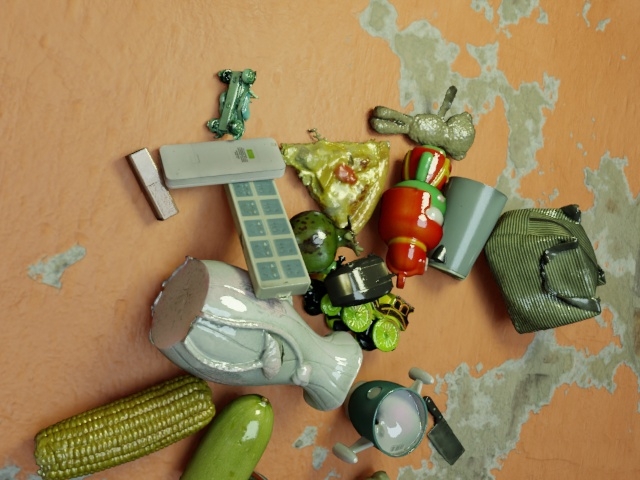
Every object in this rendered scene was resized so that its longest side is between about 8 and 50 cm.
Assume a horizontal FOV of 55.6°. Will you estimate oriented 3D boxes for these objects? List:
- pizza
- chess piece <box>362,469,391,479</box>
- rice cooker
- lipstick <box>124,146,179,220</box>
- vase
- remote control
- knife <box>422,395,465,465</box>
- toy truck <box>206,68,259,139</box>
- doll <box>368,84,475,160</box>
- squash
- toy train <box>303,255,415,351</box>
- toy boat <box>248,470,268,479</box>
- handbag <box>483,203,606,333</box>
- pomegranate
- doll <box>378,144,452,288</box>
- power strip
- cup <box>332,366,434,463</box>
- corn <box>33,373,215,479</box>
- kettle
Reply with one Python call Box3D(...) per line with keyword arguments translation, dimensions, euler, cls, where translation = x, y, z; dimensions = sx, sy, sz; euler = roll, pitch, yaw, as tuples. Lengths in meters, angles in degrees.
Box3D(translation=(0.027, -0.149, 1.414), dimensions=(0.287, 0.075, 0.280), euler=(19, 83, -30), cls="pizza")
Box3D(translation=(0.073, 0.676, 1.484), dimensions=(0.243, 0.133, 0.133), euler=(-19, 103, -20), cls="chess piece")
Box3D(translation=(0.086, 0.092, 1.340), dimensions=(0.165, 0.112, 0.106), euler=(-24, 88, -40), cls="rice cooker")
Box3D(translation=(-0.339, -0.112, 1.223), dimensions=(0.045, 0.045, 0.145), euler=(-31, 108, -23), cls="lipstick")
Box3D(translation=(-0.116, 0.211, 1.268), dimensions=(0.445, 0.250, 0.250), euler=(31, 78, -34), cls="vase")
Box3D(translation=(-0.202, -0.163, 1.257), dimensions=(0.250, 0.034, 0.103), euler=(-9, 56, -21), cls="remote control")
Box3D(translation=(0.328, 0.526, 1.669), dimensions=(0.072, 0.019, 0.245), euler=(-42, 114, -19), cls="knife")
Box3D(translation=(-0.178, -0.287, 1.295), dimensions=(0.078, 0.080, 0.154), euler=(16, 85, -57), cls="toy truck")
Box3D(translation=(0.265, -0.275, 1.543), dimensions=(0.286, 0.091, 0.203), euler=(-20, 112, -17), cls="doll")
Box3D(translation=(-0.183, 0.432, 1.284), dimensions=(0.132, 0.132, 0.247), euler=(32, 88, -28), cls="squash")
Box3D(translation=(0.088, 0.155, 1.459), dimensions=(0.296, 0.100, 0.160), euler=(36, 69, -25), cls="toy train")
Box3D(translation=(-0.230, 0.686, 1.314), dimensions=(0.392, 0.136, 0.079), euler=(-61, 149, -12), cls="toy boat")
Box3D(translation=(0.623, 0.075, 1.657), dimensions=(0.247, 0.240, 0.341), euler=(-46, 114, -48), cls="handbag")
Box3D(translation=(-0.003, -0.001, 1.353), dimensions=(0.169, 0.148, 0.148), euler=(-16, 106, 15), cls="pomegranate")
Box3D(translation=(0.220, -0.055, 1.466), dimensions=(0.160, 0.182, 0.363), euler=(10, 69, 5), cls="doll")
Box3D(translation=(-0.121, -0.040, 1.235), dimensions=(0.106, 0.043, 0.367), euler=(-6, 54, -23), cls="power strip")
Box3D(translation=(0.143, 0.412, 1.465), dimensions=(0.299, 0.173, 0.167), euler=(-39, 112, -21), cls="cup")
Box3D(translation=(-0.378, 0.368, 1.194), dimensions=(0.344, 0.131, 0.131), euler=(-17, 102, -25), cls="corn")
Box3D(translation=(0.378, -0.021, 1.602), dimensions=(0.210, 0.160, 0.243), euler=(23, 89, -57), cls="kettle")
